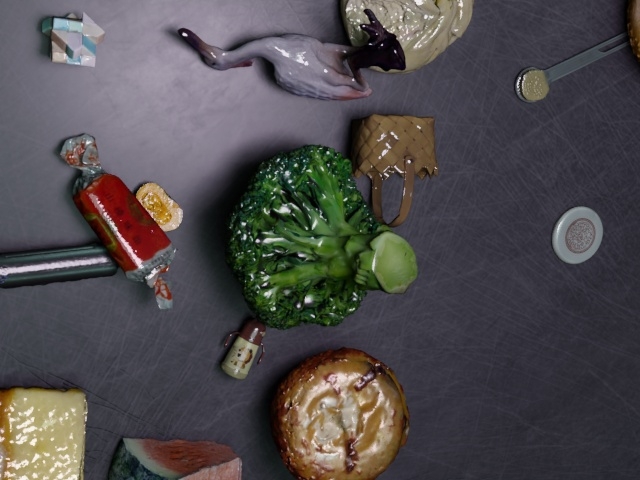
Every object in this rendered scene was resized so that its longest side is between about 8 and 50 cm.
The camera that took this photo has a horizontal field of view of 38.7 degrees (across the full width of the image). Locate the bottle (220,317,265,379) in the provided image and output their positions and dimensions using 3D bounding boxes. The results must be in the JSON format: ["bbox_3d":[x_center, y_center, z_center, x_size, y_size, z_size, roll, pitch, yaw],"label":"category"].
[{"bbox_3d":[-0.123,0.173,1.483,0.063,0.047,0.101,26,91,-33],"label":"bottle"}]

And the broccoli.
[{"bbox_3d":[0.000,0.000,1.360,0.298,0.297,0.297,-3,95,-41],"label":"broccoli"}]

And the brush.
[{"bbox_3d":[0.455,-0.314,1.594,0.266,0.027,0.062,-27,111,-13],"label":"brush"}]

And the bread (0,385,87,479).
[{"bbox_3d":[-0.471,0.332,1.321,0.264,0.198,0.236,3,95,-19],"label":"bread"}]

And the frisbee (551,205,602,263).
[{"bbox_3d":[0.475,-0.009,1.680,0.110,0.014,0.110,-5,104,-20],"label":"frisbee"}]

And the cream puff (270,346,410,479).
[{"bbox_3d":[0.031,0.291,1.504,0.240,0.164,0.239,0,87,-6],"label":"cream puff"}]

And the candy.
[{"bbox_3d":[-0.291,-0.024,1.347,0.086,0.059,0.292,-42,104,-37],"label":"candy"}]

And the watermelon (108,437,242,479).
[{"bbox_3d":[-0.205,0.445,1.473,0.226,0.148,0.318,-37,114,-17],"label":"watermelon"}]

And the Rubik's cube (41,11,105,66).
[{"bbox_3d":[-0.345,-0.285,1.275,0.075,0.084,0.073,-1,108,-37],"label":"Rubik's cube"}]

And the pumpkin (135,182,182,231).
[{"bbox_3d":[-0.247,-0.052,1.393,0.050,0.028,0.083,-36,104,-7],"label":"pumpkin"}]

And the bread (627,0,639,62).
[{"bbox_3d":[0.627,-0.350,1.566,0.192,0.171,0.314,-48,116,-13],"label":"bread"}]

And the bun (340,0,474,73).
[{"bbox_3d":[0.142,-0.370,1.415,0.210,0.116,0.237,38,87,-23],"label":"bun"}]

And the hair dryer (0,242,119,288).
[{"bbox_3d":[-0.434,0.088,1.325,0.303,0.116,0.244,-6,107,-26],"label":"hair dryer"}]

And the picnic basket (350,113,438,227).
[{"bbox_3d":[0.118,-0.109,1.460,0.138,0.128,0.178,1,85,-18],"label":"picnic basket"}]

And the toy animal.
[{"bbox_3d":[-0.033,-0.274,1.377,0.324,0.195,0.090,0,65,7],"label":"toy animal"}]
